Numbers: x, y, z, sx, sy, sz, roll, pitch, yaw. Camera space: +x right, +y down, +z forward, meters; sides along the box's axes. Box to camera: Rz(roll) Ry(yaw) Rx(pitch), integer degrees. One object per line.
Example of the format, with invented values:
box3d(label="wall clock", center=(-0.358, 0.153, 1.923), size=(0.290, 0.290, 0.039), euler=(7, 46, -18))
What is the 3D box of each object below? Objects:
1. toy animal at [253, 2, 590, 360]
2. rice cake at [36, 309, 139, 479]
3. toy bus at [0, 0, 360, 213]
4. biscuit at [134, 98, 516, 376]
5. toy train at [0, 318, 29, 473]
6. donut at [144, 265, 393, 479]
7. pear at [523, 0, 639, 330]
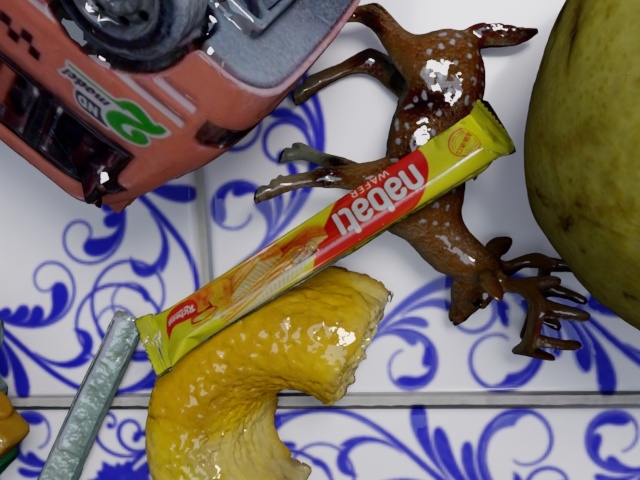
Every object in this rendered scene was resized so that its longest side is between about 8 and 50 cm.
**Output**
box3d(label="toy animal", center=(0.087, -0.048, 0.473), size=(0.260, 0.087, 0.243), euler=(12, 98, 9))
box3d(label="rice cake", center=(-0.203, 0.153, 0.551), size=(0.033, 0.033, 0.207), euler=(25, 96, -6))
box3d(label="toy bus", center=(-0.195, -0.215, 0.371), size=(0.427, 0.203, 0.233), euler=(42, 135, -12))
box3d(label="biscuit", center=(0.000, 0.000, 0.440), size=(0.292, 0.026, 0.048), euler=(-33, 56, 5))
box3d(label="toy train", center=(-0.403, 0.205, 0.470), size=(0.429, 0.249, 0.178), euler=(-43, 89, 8))
box3d(label="donut", center=(-0.065, 0.129, 0.506), size=(0.152, 0.101, 0.259), euler=(25, 101, 10))
box3d(label="pear", center=(0.271, -0.078, 0.333), size=(0.304, 0.304, 0.304), euler=(1, 95, 7))
